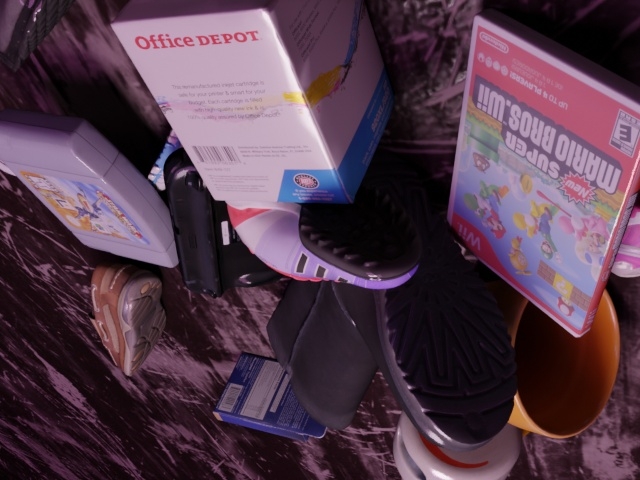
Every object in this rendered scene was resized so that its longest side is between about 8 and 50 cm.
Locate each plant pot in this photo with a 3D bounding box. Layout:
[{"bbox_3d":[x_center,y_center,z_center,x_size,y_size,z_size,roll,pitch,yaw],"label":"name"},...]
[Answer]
[{"bbox_3d":[0.242,0.131,1.009,0.205,0.205,0.188,45,156,-27],"label":"plant pot"}]

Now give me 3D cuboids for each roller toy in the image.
[{"bbox_3d":[0.220,0.316,1.258,0.209,0.191,0.146,19,145,10],"label":"roller toy"}]

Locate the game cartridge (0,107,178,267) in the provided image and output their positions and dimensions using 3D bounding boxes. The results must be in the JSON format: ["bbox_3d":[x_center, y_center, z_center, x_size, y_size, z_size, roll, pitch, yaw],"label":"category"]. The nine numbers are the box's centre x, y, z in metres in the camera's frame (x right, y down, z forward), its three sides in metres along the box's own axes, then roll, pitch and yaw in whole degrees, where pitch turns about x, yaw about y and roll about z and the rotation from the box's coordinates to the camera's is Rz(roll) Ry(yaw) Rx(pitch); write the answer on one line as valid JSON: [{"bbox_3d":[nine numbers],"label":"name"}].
[{"bbox_3d":[-0.314,-0.064,1.098,0.198,0.062,0.297,15,153,29],"label":"game cartridge"}]

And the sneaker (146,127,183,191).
[{"bbox_3d":[-0.173,-0.108,1.047,0.083,0.071,0.190,28,147,-14],"label":"sneaker"}]

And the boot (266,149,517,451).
[{"bbox_3d":[0.058,0.157,1.037,0.146,0.367,0.445,-4,149,-22],"label":"boot"}]

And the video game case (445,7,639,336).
[{"bbox_3d":[0.213,-0.059,0.779,0.204,0.025,0.285,43,149,35],"label":"video game case"}]

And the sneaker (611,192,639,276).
[{"bbox_3d":[0.343,-0.022,0.816,0.252,0.103,0.111,1,141,44],"label":"sneaker"}]

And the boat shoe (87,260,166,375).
[{"bbox_3d":[-0.367,0.140,1.474,0.116,0.123,0.324,28,140,9],"label":"boat shoe"}]

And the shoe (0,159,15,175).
[{"bbox_3d":[-0.411,-0.132,1.174,0.178,0.063,0.081,18,145,1],"label":"shoe"}]

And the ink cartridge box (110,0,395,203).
[{"bbox_3d":[-0.052,-0.176,0.785,0.171,0.168,0.233,4,141,27],"label":"ink cartridge box"}]

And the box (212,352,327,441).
[{"bbox_3d":[-0.071,0.291,1.457,0.225,0.136,0.036,8,142,25],"label":"box"}]

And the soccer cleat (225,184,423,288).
[{"bbox_3d":[0.000,0.000,0.855,0.318,0.108,0.116,26,136,50],"label":"soccer cleat"}]

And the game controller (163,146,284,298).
[{"bbox_3d":[-0.120,-0.025,1.086,0.166,0.067,0.319,-16,148,-14],"label":"game controller"}]

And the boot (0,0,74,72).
[{"bbox_3d":[-0.376,-0.290,0.817,0.222,0.118,0.338,41,161,-23],"label":"boot"}]
